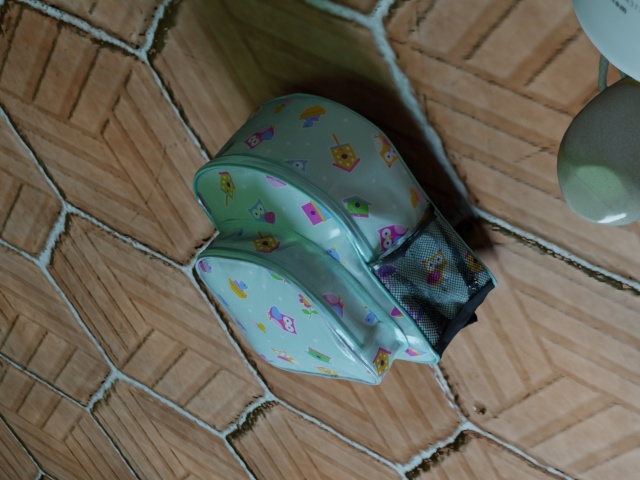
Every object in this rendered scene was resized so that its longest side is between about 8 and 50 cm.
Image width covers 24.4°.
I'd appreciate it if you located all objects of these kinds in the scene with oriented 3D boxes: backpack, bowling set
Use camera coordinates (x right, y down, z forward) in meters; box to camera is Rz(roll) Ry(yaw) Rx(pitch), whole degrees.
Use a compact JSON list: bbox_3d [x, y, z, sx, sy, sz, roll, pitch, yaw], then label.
[{"bbox_3d":[0.000,0.000,0.998,0.166,0.144,0.188,5,130,53],"label":"backpack"},{"bbox_3d":[0.274,-0.013,0.698,0.287,0.154,0.200,49,130,-8],"label":"bowling set"}]

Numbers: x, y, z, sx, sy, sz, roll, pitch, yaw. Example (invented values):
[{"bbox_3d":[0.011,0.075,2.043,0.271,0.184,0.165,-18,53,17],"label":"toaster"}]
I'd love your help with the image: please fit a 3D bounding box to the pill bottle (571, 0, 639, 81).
[{"bbox_3d":[0.183,-0.172,0.578,0.131,0.131,0.229,32,147,17],"label":"pill bottle"}]
